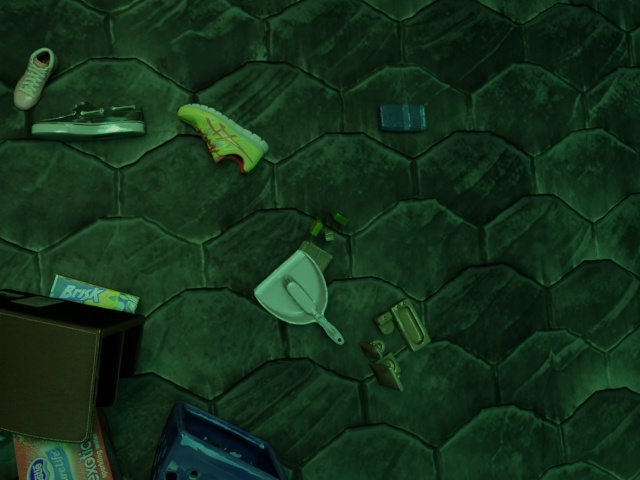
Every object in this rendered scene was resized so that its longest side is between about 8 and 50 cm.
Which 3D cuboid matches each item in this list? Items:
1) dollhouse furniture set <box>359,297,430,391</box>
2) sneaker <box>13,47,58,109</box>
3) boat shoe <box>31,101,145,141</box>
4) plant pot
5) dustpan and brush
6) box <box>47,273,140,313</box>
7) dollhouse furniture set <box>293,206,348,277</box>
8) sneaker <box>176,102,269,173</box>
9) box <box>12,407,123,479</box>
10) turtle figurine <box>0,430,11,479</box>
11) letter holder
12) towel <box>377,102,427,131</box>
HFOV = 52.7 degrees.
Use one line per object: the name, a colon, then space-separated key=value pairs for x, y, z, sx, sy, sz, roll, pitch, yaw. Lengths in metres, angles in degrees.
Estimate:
dollhouse furniture set: x=0.181 y=0.224 z=1.424 sx=0.151 sy=0.123 sz=0.144 roll=-29 pitch=93 yaw=-16
sneaker: x=-0.573 y=-0.328 z=1.292 sx=0.051 sy=0.070 sz=0.134 roll=30 pitch=79 yaw=-13
boat shoe: x=-0.471 y=-0.243 z=1.314 sx=0.219 sy=0.078 sz=0.070 roll=-7 pitch=87 yaw=-24
plant pot: x=-0.221 y=0.473 z=1.238 sx=0.236 sy=0.236 sz=0.212 roll=29 pitch=85 yaw=-12
dustpan and brush: x=-0.023 y=0.144 z=1.403 sx=0.147 sy=0.060 sz=0.211 roll=-42 pitch=106 yaw=-7
box: x=-0.452 y=0.118 z=1.292 sx=0.168 sy=0.054 sz=0.059 roll=17 pitch=80 yaw=-13
dollhouse furniture set: x=0.000 y=0.000 z=1.448 sx=0.076 sy=0.058 sz=0.152 roll=30 pitch=97 yaw=-19
sneaker: x=-0.217 y=-0.216 z=1.377 sx=0.208 sy=0.081 sz=0.094 roll=29 pitch=80 yaw=-12
box: x=-0.436 y=0.433 z=1.143 sx=0.154 sy=0.142 sz=0.300 roll=-18 pitch=51 yaw=-16
turtle figurine: x=-0.648 y=0.416 z=1.185 sx=0.198 sy=0.274 sz=0.266 roll=-46 pitch=119 yaw=-37
letter holder: x=-0.499 y=0.223 z=1.162 sx=0.301 sy=0.152 sz=0.215 roll=9 pitch=94 yaw=12
towel: x=0.192 y=-0.289 z=1.526 sx=0.119 sy=0.029 sz=0.067 roll=-1 pitch=85 yaw=-17
